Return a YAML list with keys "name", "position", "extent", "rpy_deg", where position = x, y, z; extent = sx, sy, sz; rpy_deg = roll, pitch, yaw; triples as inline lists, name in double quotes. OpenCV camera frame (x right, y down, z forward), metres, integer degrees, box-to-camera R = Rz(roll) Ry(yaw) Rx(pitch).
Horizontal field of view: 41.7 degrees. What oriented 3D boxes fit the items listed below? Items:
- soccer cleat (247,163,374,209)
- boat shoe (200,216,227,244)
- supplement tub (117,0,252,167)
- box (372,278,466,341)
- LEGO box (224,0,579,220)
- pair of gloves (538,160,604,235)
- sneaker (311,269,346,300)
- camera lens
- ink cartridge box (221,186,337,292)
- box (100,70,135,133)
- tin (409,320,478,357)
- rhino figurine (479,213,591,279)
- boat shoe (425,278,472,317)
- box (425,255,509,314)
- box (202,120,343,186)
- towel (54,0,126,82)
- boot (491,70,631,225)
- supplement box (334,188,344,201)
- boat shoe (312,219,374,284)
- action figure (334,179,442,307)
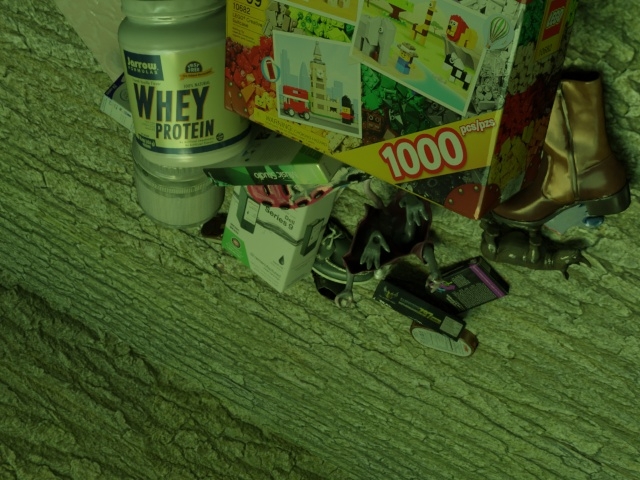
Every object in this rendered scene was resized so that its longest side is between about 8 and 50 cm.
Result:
- name: "soccer cleat"
  position: [0.005, -0.154, 1.758]
  extent: [0.331, 0.143, 0.116]
  rpy_deg: [-13, 117, 28]
- name: "boat shoe"
  position: [-0.204, -0.009, 2.292]
  extent: [0.257, 0.095, 0.095]
  rpy_deg: [14, 160, 38]
- name: "supplement tub"
  position: [-0.264, -0.331, 1.643]
  extent: [0.235, 0.235, 0.324]
  rpy_deg: [13, 124, 28]
- name: "box"
  position: [0.244, 0.172, 2.089]
  extent: [0.233, 0.059, 0.183]
  rpy_deg: [28, 179, 8]
- name: "LEGO box"
  position: [0.102, -0.308, 1.249]
  extent: [0.500, 0.193, 0.372]
  rpy_deg: [27, 128, 30]
- name: "pair of gloves"
  position: [0.455, -0.075, 1.648]
  extent: [0.198, 0.023, 0.159]
  rpy_deg: [32, 150, 0]
- name: "sneaker"
  position: [-0.010, 0.056, 2.165]
  extent: [0.222, 0.118, 0.083]
  rpy_deg: [33, 150, -3]
- name: "camera lens"
  position: [-0.338, -0.174, 2.022]
  extent: [0.219, 0.219, 0.274]
  rpy_deg: [27, 150, 9]
- name: "ink cartridge box"
  position: [-0.101, -0.058, 1.959]
  extent: [0.211, 0.121, 0.289]
  rpy_deg: [37, 134, 21]
- name: "box"
  position: [-0.395, -0.310, 1.870]
  extent: [0.137, 0.126, 0.072]
  rpy_deg: [35, 150, -6]
- name: "tin"
  position: [0.327, 0.260, 2.245]
  extent: [0.190, 0.040, 0.106]
  rpy_deg: [13, 149, 29]
- name: "rhino figurine"
  position: [0.442, 0.019, 1.749]
  extent: [0.243, 0.073, 0.106]
  rpy_deg: [16, 143, 23]
- name: "boat shoe"
  position: [0.318, 0.136, 2.064]
  extent: [0.142, 0.040, 0.049]
  rpy_deg: [36, 126, -14]
- name: "box"
  position: [0.344, 0.108, 1.975]
  extent: [0.162, 0.029, 0.116]
  rpy_deg: [-28, 116, 39]
- name: "box"
  position: [-0.061, -0.207, 1.711]
  extent: [0.322, 0.232, 0.058]
  rpy_deg: [1, 136, 42]
- name: "towel"
  position: [-0.404, -0.453, 1.840]
  extent: [0.332, 0.053, 0.317]
  rpy_deg: [6, 142, 38]
- name: "boot"
  position: [0.391, -0.157, 1.488]
  extent: [0.264, 0.096, 0.280]
  rpy_deg: [0, 133, 39]
- name: "supplement box"
  position: [0.031, -0.138, 1.924]
  extent: [0.062, 0.036, 0.098]
  rpy_deg: [33, 149, -2]
- name: "boat shoe"
  position: [0.000, 0.000, 2.081]
  extent: [0.319, 0.116, 0.099]
  rpy_deg: [32, 151, 12]
- name: "action figure"
  position: [0.130, -0.001, 1.891]
  extent: [0.248, 0.275, 0.370]
  rpy_deg: [-11, 173, 2]
